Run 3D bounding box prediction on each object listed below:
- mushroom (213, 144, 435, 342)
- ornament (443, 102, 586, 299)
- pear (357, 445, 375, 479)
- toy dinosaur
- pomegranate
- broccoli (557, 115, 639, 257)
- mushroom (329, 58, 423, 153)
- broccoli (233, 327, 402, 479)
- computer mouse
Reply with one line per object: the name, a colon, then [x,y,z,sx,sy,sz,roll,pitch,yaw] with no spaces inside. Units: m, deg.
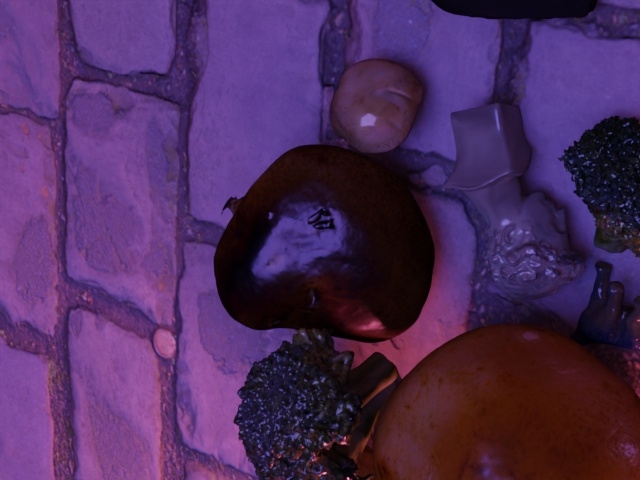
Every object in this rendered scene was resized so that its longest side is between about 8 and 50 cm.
mushroom: [0.000,0.000,1.569,0.346,0.259,0.345,2,122,4]
ornament: [0.252,-0.052,1.424,0.130,0.120,0.285,-27,89,39]
pear: [0.029,0.440,1.698,0.211,0.188,0.228,1,106,38]
toy dinosaur: [0.422,0.140,1.429,0.248,0.075,0.188,20,126,21]
pomegranate: [0.268,0.314,1.400,0.417,0.417,0.416,12,112,30]
broccoli: [0.403,-0.053,1.331,0.220,0.194,0.194,11,114,5]
mushroom: [0.079,-0.192,1.493,0.148,0.112,0.148,-8,68,21]
broccoli: [-0.013,0.259,1.517,0.235,0.259,0.288,28,149,-9]
computer mouse: [0.232,-0.373,1.339,0.269,0.100,0.170,7,112,31]
